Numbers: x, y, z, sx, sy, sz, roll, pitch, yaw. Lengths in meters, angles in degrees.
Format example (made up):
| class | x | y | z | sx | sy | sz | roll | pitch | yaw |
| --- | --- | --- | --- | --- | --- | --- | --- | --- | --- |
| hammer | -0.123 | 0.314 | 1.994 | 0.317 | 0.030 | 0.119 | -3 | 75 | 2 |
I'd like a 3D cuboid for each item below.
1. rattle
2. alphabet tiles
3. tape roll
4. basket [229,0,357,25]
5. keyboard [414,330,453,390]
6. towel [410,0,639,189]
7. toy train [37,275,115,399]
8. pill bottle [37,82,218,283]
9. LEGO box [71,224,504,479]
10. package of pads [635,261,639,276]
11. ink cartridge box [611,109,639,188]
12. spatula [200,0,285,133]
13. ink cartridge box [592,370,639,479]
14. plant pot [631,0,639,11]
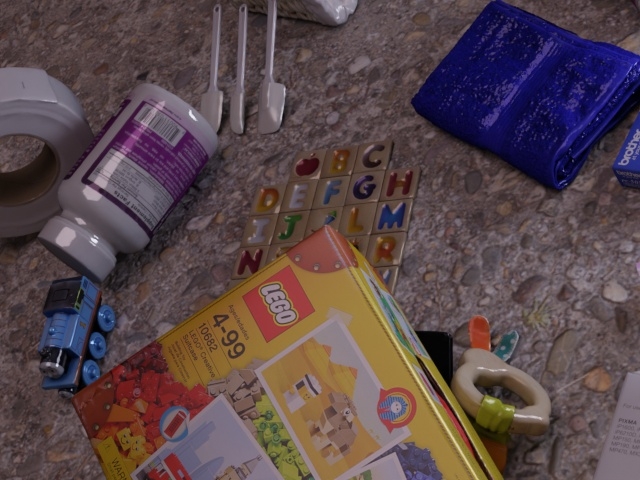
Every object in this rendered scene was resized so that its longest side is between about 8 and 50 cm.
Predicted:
| class | x | y | z | sx | sy | sz | roll | pitch | yaw |
| --- | --- | --- | --- | --- | --- | --- | --- | --- | --- |
| rattle | 0.206 | 0.205 | 1.660 | 0.130 | 0.143 | 0.200 | -7 | 29 | -11 |
| alphabet tiles | 0.000 | 0.000 | 1.965 | 0.285 | 0.011 | 0.343 | -6 | 54 | 30 |
| tape roll | -0.515 | -0.144 | 2.221 | 0.286 | 0.286 | 0.100 | -35 | 45 | 5 |
| basket | -0.065 | -0.582 | 2.237 | 0.266 | 0.328 | 0.331 | 10 | 64 | 43 |
| keyboard | 0.112 | 0.204 | 1.643 | 0.100 | 0.038 | 0.192 | 5 | 67 | -1 |
| towel | 0.292 | -0.220 | 1.895 | 0.228 | 0.076 | 0.308 | -48 | 45 | -8 |
| toy train | -0.378 | 0.147 | 2.034 | 0.080 | 0.105 | 0.184 | -9 | 53 | 28 |
| pill bottle | -0.309 | -0.087 | 2.124 | 0.169 | 0.169 | 0.302 | 22 | 71 | 42 |
| LEGO box | 0.002 | 0.302 | 1.501 | 0.372 | 0.193 | 0.500 | -34 | 64 | 7 |
| package of pads | 0.430 | 0.036 | 1.626 | 0.083 | 0.050 | 0.032 | -20 | 48 | 18 |
| ink cartridge box | 0.470 | -0.159 | 1.752 | 0.097 | 0.046 | 0.207 | 12 | 65 | 40 |
| spatula | -0.126 | -0.287 | 2.211 | 0.168 | 0.019 | 0.242 | -6 | 74 | 36 |
| ink cartridge box | 0.350 | 0.319 | 1.339 | 0.131 | 0.226 | 0.306 | 8 | 63 | 37 |
| plant pot | 0.473 | -0.420 | 1.862 | 0.201 | 0.201 | 0.180 | -21 | 63 | 19 |
